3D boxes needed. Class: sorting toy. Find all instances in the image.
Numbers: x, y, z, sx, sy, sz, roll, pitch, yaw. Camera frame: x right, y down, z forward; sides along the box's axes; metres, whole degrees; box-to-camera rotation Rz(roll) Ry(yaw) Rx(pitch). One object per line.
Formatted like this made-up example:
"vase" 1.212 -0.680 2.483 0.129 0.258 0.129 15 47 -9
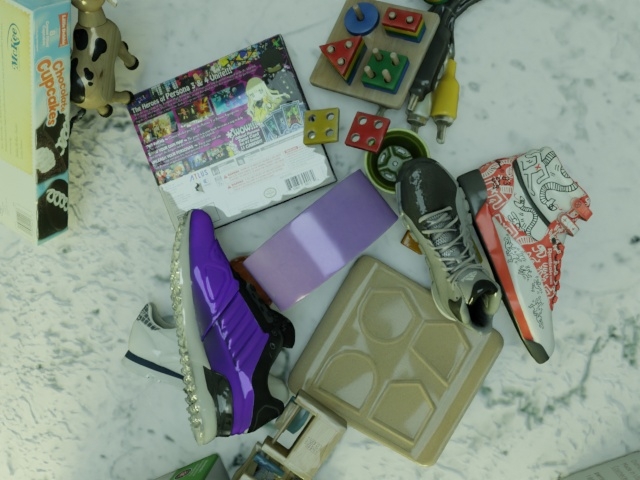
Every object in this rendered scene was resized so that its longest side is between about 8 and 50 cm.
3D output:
"sorting toy" 0.125 0.122 0.951 0.229 0.041 0.307 31 89 -1
"sorting toy" 0.059 -0.240 0.883 0.132 0.046 0.275 22 83 24

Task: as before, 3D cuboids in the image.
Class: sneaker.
"sneaker" -0.109 0.101 0.896 0.146 0.102 0.293 -5 77 -18
"sneaker" -0.149 0.161 0.950 0.235 0.090 0.095 18 84 1
"sneaker" 0.290 0.015 0.901 0.145 0.090 0.270 -22 89 8
"sneaker" 0.166 0.012 0.836 0.086 0.132 0.229 -25 109 -3

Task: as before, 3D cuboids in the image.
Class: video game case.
"video game case" -0.120 -0.135 0.945 0.232 0.042 0.210 -22 92 6

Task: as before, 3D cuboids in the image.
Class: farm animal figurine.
"farm animal figurine" -0.310 -0.350 0.861 0.327 0.172 0.330 -44 82 5

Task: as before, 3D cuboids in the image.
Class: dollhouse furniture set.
"dollhouse furniture set" -0.024 0.300 0.925 0.129 0.129 0.184 35 93 1

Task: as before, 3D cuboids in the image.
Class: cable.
"cable" 0.153 -0.273 0.925 0.139 0.072 0.287 23 83 19

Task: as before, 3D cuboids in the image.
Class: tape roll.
"tape roll" 0.000 0.000 0.872 0.189 0.189 0.080 -40 91 6

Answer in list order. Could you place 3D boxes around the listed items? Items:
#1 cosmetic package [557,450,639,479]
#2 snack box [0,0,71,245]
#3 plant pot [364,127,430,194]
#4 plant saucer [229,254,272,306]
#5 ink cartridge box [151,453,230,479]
"cosmetic package" 0.522 0.461 0.794 0.327 0.329 0.394 -22 91 5
"snack box" -0.395 -0.168 0.859 0.187 0.060 0.322 29 128 16
"plant pot" 0.099 -0.102 0.913 0.083 0.079 0.083 0 95 5
"plant saucer" -0.100 0.062 0.972 0.083 0.013 0.084 0 93 4
"ink cartridge box" -0.256 0.413 0.912 0.278 0.201 0.117 -24 92 6
